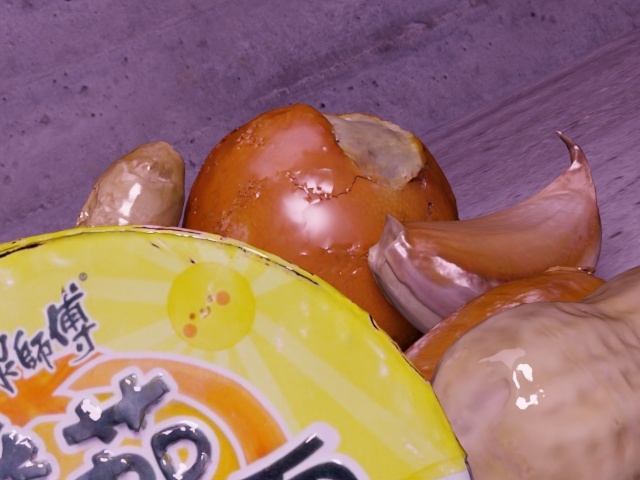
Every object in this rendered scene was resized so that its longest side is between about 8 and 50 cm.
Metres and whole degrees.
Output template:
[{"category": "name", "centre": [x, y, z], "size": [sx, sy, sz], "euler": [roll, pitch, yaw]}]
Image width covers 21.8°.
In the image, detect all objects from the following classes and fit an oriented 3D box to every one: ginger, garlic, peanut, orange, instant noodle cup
[{"category": "ginger", "centre": [-0.207, 0.145, 1.349], "size": [0.363, 0.122, 0.348], "euler": [-57, 10, 51]}, {"category": "garlic", "centre": [0.142, 0.023, 1.266], "size": [0.207, 0.128, 0.115], "euler": [-24, -37, -29]}, {"category": "peanut", "centre": [0.142, 0.075, 0.798], "size": [0.124, 0.123, 0.257], "euler": [-17, -1, 42]}, {"category": "orange", "centre": [0.000, 0.000, 1.376], "size": [0.240, 0.240, 0.240], "euler": [-23, 7, 3]}, {"category": "instant noodle cup", "centre": [-0.061, 0.120, 0.660], "size": [0.264, 0.264, 0.200], "euler": [-23, 0, 6]}]

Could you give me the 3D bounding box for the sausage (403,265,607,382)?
[{"category": "sausage", "centre": [0.090, 0.095, 0.913], "size": [0.109, 0.108, 0.270], "euler": [-18, 12, 39]}]
